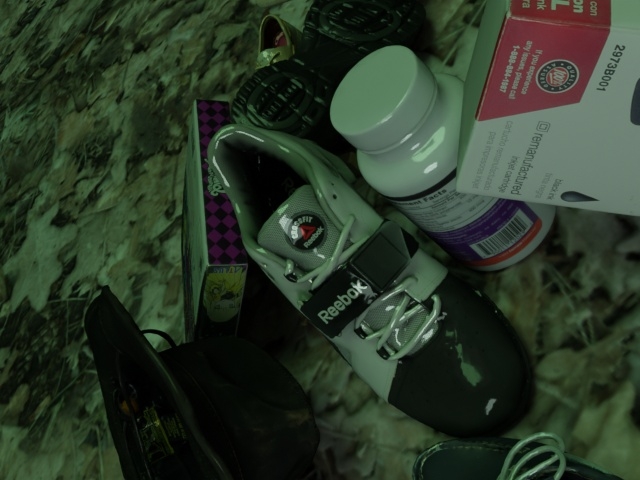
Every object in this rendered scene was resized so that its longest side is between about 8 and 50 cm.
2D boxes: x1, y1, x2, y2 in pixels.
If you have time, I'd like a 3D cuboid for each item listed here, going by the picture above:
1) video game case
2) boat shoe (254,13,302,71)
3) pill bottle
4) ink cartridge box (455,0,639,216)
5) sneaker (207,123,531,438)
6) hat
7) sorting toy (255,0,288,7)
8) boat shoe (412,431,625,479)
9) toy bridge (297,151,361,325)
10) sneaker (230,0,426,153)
[{"bbox_3d":[-0.111,0.012,0.879,0.232,0.042,0.210,-102,18,-44],"label":"video game case"},{"bbox_3d":[-0.054,-0.211,1.077,0.063,0.059,0.170,-31,43,25],"label":"boat shoe"},{"bbox_3d":[0.097,-0.064,0.703,0.108,0.193,0.108,-26,45,29],"label":"pill bottle"},{"bbox_3d":[0.216,-0.098,0.543,0.237,0.172,0.100,8,60,2],"label":"ink cartridge box"},{"bbox_3d":[0.018,0.027,0.694,0.330,0.146,0.122,45,101,27],"label":"sneaker"},{"bbox_3d":[-0.081,0.164,0.724,0.134,0.331,0.331,-17,30,-24],"label":"hat"},{"bbox_3d":[0.050,-0.329,1.035,0.193,0.038,0.208,-2,30,44],"label":"sorting toy"},{"bbox_3d":[0.148,0.177,0.558,0.255,0.079,0.095,18,75,50],"label":"boat shoe"},{"bbox_3d":[0.000,0.000,0.887,0.063,0.026,0.188,-16,51,40],"label":"toy bridge"},{"bbox_3d":[0.008,-0.164,0.938,0.109,0.130,0.286,35,63,19],"label":"sneaker"}]
